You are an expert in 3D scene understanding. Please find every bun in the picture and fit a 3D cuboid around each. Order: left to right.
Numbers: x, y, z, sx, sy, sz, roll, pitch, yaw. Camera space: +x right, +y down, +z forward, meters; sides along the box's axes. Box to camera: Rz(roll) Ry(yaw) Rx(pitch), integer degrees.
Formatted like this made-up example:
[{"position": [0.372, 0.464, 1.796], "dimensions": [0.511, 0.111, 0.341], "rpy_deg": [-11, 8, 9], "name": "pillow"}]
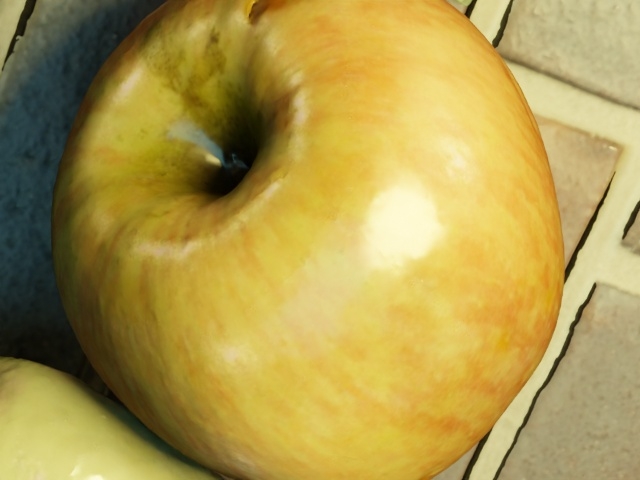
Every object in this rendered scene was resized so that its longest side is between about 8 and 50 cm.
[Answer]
[{"position": [-0.217, 0.237, 1.475], "dimensions": [0.361, 0.361, 0.213], "rpy_deg": [37, 72, -17], "name": "bun"}]

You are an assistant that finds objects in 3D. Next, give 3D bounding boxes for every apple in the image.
[{"position": [0.000, 0.000, 1.370], "dimensions": [0.391, 0.391, 0.346], "rpy_deg": [-44, 135, 11], "name": "apple"}]

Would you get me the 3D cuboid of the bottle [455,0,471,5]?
[{"position": [0.129, -0.231, 1.479], "dimensions": [0.030, 0.030, 0.083], "rpy_deg": [25, 108, -14], "name": "bottle"}]
